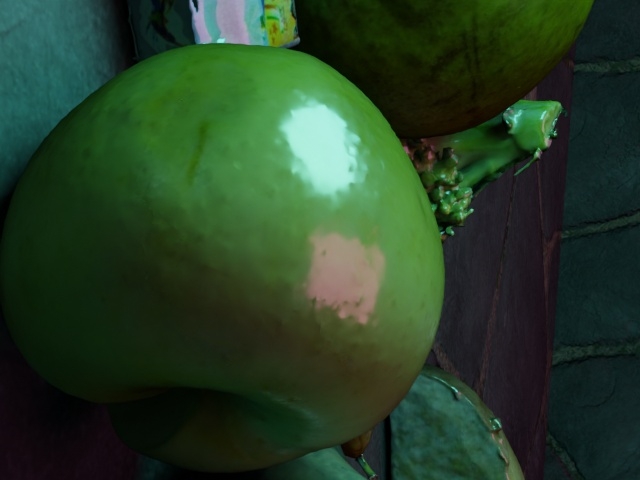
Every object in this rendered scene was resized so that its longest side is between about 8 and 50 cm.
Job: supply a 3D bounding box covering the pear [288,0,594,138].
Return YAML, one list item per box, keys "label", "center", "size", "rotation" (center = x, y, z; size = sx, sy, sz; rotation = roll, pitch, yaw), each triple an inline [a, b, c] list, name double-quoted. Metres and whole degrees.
- label: "pear"
  center: [0.102, -0.276, 1.006]
  size: [0.413, 0.352, 0.351]
  rotation: [-16, 107, -58]

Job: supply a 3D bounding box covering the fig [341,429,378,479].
- label: "fig"
  center: [0.029, 0.205, 1.164]
  size: [0.089, 0.089, 0.125]
  rotation: [-16, 90, -68]

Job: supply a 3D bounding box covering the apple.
- label: "apple"
  center: [-0.061, 0.011, 0.709]
  size: [0.292, 0.292, 0.254]
  rotation: [63, 32, -52]

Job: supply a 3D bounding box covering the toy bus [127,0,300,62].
- label: "toy bus"
  center: [-0.098, -0.286, 0.782]
  size: [0.138, 0.112, 0.316]
  rotation: [-40, 129, -49]

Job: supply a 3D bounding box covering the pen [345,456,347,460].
- label: "pen"
  center: [-0.017, 0.231, 1.153]
  size: [0.233, 0.032, 0.040]
  rotation: [41, 60, -62]

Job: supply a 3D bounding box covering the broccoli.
- label: "broccoli"
  center: [0.115, -0.130, 1.202]
  size: [0.180, 0.273, 0.242]
  rotation: [40, 47, -23]

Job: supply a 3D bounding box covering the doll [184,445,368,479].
- label: "doll"
  center: [0.002, 0.342, 0.838]
  size: [0.252, 0.382, 0.378]
  rotation: [-37, 119, -26]

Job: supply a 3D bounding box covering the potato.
- label: "potato"
  center: [0.209, 0.278, 1.512]
  size: [0.189, 0.211, 0.264]
  rotation: [-29, 116, -64]
